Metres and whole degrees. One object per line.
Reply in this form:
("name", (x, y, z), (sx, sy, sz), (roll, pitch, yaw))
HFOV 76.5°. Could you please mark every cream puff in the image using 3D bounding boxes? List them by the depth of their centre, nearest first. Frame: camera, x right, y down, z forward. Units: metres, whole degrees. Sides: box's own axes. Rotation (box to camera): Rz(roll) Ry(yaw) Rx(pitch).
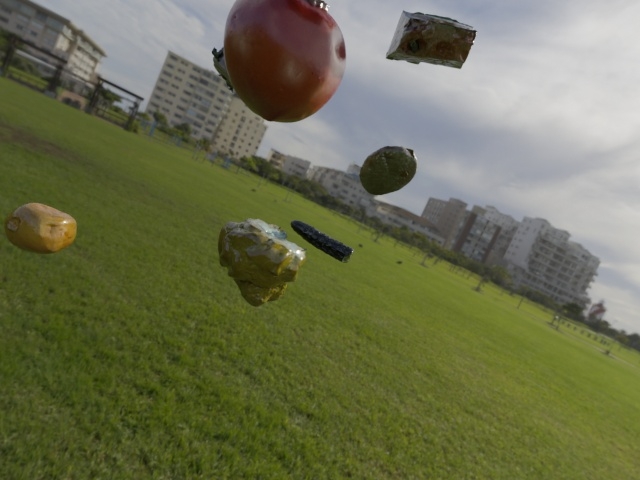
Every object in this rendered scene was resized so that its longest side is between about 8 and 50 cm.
("cream puff", (-0.227, 0.073, 1.377), (0.274, 0.270, 0.323), (22, 9, -39))

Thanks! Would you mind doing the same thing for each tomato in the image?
("tomato", (-0.094, -0.453, 1.023), (0.321, 0.322, 0.321), (24, 5, -2))

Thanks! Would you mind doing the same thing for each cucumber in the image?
("cucumber", (0.000, 0.000, 1.745), (0.303, 0.072, 0.081), (29, -27, 15))

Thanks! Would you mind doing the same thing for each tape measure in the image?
("tape measure", (-0.291, -0.564, 1.388), (0.178, 0.105, 0.196), (44, 1, -16))

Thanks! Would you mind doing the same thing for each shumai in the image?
("shumai", (0.217, -0.249, 1.329), (0.201, 0.201, 0.120), (21, 40, -33))

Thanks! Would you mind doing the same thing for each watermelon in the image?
("watermelon", (0.353, -0.637, 1.318), (0.263, 0.151, 0.302), (15, 35, 6))

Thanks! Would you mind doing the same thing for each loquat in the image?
("loquat", (-0.626, -0.027, 0.916), (0.137, 0.113, 0.137), (3, 2, 0))
